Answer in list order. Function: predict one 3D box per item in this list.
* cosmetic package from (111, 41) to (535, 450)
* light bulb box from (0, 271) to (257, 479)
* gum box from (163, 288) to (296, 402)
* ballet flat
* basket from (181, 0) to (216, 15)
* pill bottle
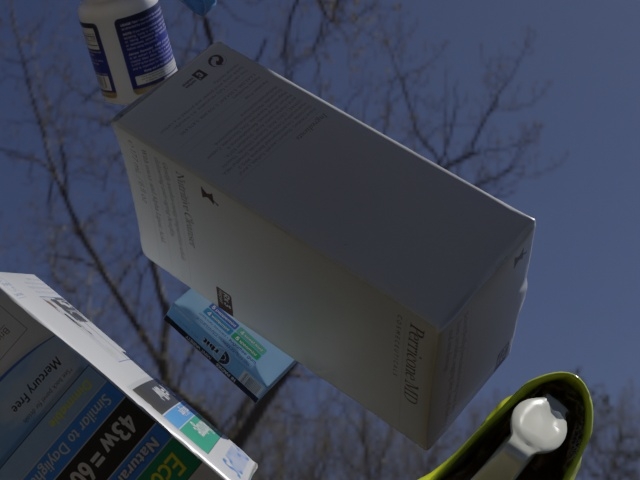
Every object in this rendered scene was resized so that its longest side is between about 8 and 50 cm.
[{"bbox_3d":[0.000,0.000,1.106,0.385,0.156,0.217,33,-31,26],"label":"cosmetic package"},{"bbox_3d":[-0.319,0.280,1.265,0.361,0.358,0.225,39,-1,2],"label":"light bulb box"},{"bbox_3d":[-0.081,0.095,1.464,0.157,0.184,0.041,42,-47,7],"label":"gum box"},{"bbox_3d":[0.074,0.138,0.573,0.077,0.231,0.077,38,-45,14],"label":"ballet flat"},{"bbox_3d":[-0.269,-0.479,1.686,0.289,0.201,0.255,36,-22,16],"label":"basket"},{"bbox_3d":[-0.268,-0.290,1.573,0.112,0.112,0.187,-4,-62,15],"label":"pill bottle"}]
